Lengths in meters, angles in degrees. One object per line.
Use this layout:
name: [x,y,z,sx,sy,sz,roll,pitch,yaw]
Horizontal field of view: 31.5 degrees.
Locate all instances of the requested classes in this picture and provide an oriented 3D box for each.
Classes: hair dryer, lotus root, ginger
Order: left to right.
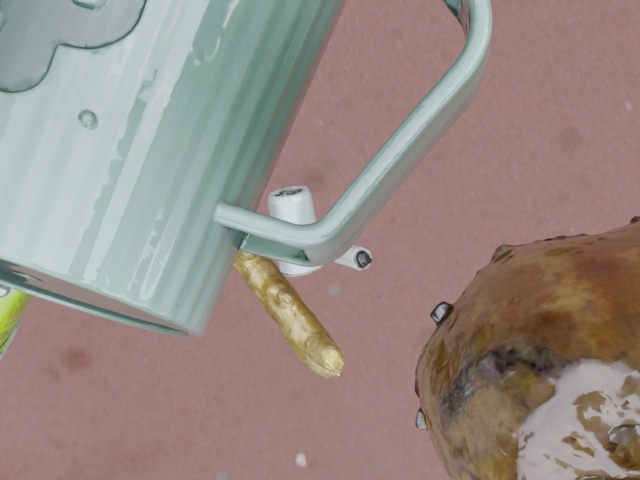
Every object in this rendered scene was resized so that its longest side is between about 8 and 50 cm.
ginger: [-0.062,0.105,1.860,0.065,0.118,0.299,-36,79,-18]
hair dryer: [0.000,0.000,1.689,0.073,0.236,0.131,-18,109,-24]
lotus root: [0.217,0.146,0.800,0.316,0.250,0.316,0,98,3]

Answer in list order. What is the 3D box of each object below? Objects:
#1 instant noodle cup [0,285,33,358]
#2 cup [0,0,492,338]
instant noodle cup: [-0.525,0.002,1.744,0.294,0.294,0.308,34,114,-18]
cup: [-0.111,-0.147,0.797,0.401,0.392,0.310,9,167,37]
